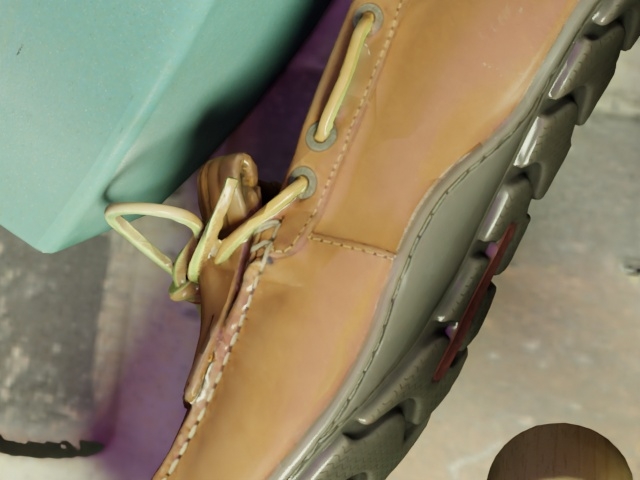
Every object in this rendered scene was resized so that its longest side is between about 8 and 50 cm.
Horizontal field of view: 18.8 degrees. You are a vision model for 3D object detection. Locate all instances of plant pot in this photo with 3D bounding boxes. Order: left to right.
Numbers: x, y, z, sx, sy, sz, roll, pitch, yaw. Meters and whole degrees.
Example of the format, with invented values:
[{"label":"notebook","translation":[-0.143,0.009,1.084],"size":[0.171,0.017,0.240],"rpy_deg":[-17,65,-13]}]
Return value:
[{"label":"plant pot","translation":[-0.091,-0.125,0.855],"size":[0.165,0.165,0.234],"rpy_deg":[34,113,13]}]

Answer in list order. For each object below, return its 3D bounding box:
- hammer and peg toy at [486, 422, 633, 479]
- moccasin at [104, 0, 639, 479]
[{"label":"hammer and peg toy","translation":[0.254,0.068,0.740],"size":[0.361,0.127,0.266],"rpy_deg":[-32,107,14]},{"label":"moccasin","translation":[-0.001,0.000,0.840],"size":[0.147,0.139,0.380],"rpy_deg":[30,99,18]}]
